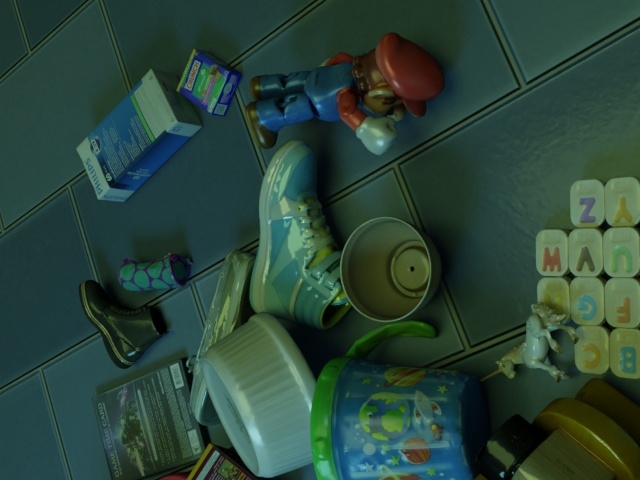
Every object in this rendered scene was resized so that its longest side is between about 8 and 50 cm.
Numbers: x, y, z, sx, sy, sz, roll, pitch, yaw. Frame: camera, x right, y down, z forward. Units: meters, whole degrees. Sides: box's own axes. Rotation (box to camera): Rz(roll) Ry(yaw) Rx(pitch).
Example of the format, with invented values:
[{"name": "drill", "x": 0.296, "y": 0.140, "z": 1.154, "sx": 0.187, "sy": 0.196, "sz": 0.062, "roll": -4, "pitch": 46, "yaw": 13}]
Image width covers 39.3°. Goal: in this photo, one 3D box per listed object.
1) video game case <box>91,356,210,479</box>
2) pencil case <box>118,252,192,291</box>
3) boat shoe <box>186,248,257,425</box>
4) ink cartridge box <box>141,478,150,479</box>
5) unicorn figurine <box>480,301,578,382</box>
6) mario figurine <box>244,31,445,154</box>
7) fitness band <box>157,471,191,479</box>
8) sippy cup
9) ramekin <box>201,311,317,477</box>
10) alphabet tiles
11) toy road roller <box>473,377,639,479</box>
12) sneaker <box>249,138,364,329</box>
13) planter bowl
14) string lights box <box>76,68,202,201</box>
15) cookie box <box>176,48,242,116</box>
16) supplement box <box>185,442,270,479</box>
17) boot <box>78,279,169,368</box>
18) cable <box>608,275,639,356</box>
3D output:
[{"name": "video game case", "x": -0.342, "y": 0.368, "z": 1.792, "sx": 0.274, "sy": 0.026, "sz": 0.196, "roll": -26, "pitch": 75, "yaw": 33}, {"name": "pencil case", "x": -0.327, "y": 0.063, "z": 1.763, "sx": 0.151, "sy": 0.064, "sz": 0.070, "roll": -9, "pitch": 100, "yaw": 34}, {"name": "boat shoe", "x": -0.169, "y": 0.176, "z": 1.627, "sx": 0.103, "sy": 0.118, "sz": 0.321, "roll": 19, "pitch": 96, "yaw": 43}, {"name": "ink cartridge box", "x": -0.348, "y": 0.589, "z": 1.645, "sx": 0.171, "sy": 0.168, "sz": 0.233, "roll": 18, "pitch": 99, "yaw": 36}, {"name": "unicorn figurine", "x": 0.317, "y": 0.162, "z": 1.315, "sx": 0.111, "sy": 0.060, "sz": 0.162, "roll": 34, "pitch": 115, "yaw": 46}, {"name": "mario figurine", "x": 0.049, "y": -0.220, "z": 1.460, "sx": 0.320, "sy": 0.170, "sz": 0.198, "roll": -9, "pitch": 84, "yaw": 20}, {"name": "fitness band", "x": -0.278, "y": 0.593, "z": 1.727, "sx": 0.209, "sy": 0.054, "sz": 0.291, "roll": 26, "pitch": 103, "yaw": 32}, {"name": "sippy cup", "x": 0.131, "y": 0.287, "z": 1.359, "sx": 0.224, "sy": 0.240, "sz": 0.306, "roll": -7, "pitch": 94, "yaw": 23}, {"name": "ramekin", "x": -0.094, "y": 0.263, "z": 1.474, "sx": 0.273, "sy": 0.127, "sz": 0.273, "roll": 52, "pitch": 156, "yaw": 35}, {"name": "alphabet tiles", "x": 0.417, "y": 0.050, "z": 1.230, "sx": 0.284, "sy": 0.021, "sz": 0.278, "roll": -1, "pitch": 90, "yaw": 49}, {"name": "toy road roller", "x": 0.350, "y": 0.344, "z": 1.241, "sx": 0.202, "sy": 0.240, "sz": 0.330, "roll": 39, "pitch": 148, "yaw": 28}, {"name": "sneaker", "x": 0.000, "y": 0.000, "z": 1.505, "sx": 0.208, "sy": 0.127, "sz": 0.319, "roll": 18, "pitch": 109, "yaw": 35}, {"name": "planter bowl", "x": 0.128, "y": 0.046, "z": 1.421, "sx": 0.162, "sy": 0.109, "sz": 0.162, "roll": -2, "pitch": 87, "yaw": 34}, {"name": "string lights box", "x": -0.366, "y": -0.205, "z": 1.786, "sx": 0.259, "sy": 0.076, "sz": 0.133, "roll": -38, "pitch": 68, "yaw": 28}, {"name": "cookie box", "x": -0.213, "y": -0.301, "z": 1.704, "sx": 0.107, "sy": 0.040, "sz": 0.092, "roll": 36, "pitch": 110, "yaw": 30}, {"name": "supplement box", "x": -0.144, "y": 0.460, "z": 1.602, "sx": 0.188, "sy": 0.081, "sz": 0.104, "roll": 29, "pitch": 84, "yaw": 31}, {"name": "boot", "x": -0.393, "y": 0.141, "z": 1.810, "sx": 0.137, "sy": 0.077, "sz": 0.198, "roll": -36, "pitch": 83, "yaw": 24}, {"name": "cable", "x": 0.481, "y": 0.118, "z": 1.214, "sx": 0.184, "sy": 0.047, "sz": 0.151, "roll": 37, "pitch": 109, "yaw": 29}]
